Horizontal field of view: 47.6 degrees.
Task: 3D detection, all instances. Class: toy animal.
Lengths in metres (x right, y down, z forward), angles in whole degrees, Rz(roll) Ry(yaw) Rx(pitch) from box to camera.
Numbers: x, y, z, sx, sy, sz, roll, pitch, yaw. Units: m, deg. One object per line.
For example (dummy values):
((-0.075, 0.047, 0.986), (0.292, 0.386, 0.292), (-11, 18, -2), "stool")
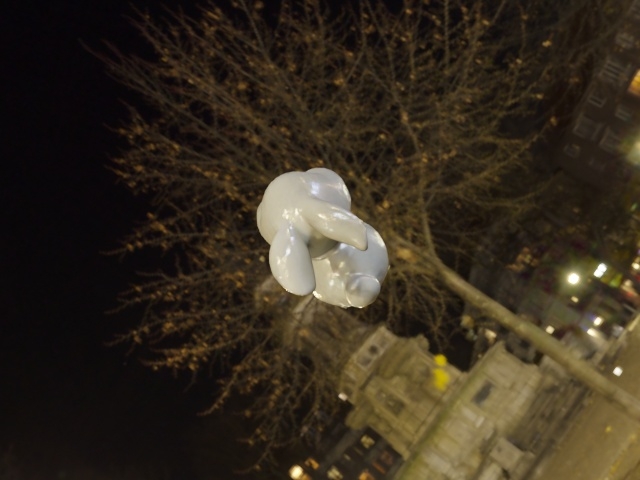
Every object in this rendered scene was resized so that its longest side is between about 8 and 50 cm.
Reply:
((0.007, 0.005, 0.931), (0.128, 0.178, 0.193), (-33, -38, 5), "toy animal")
